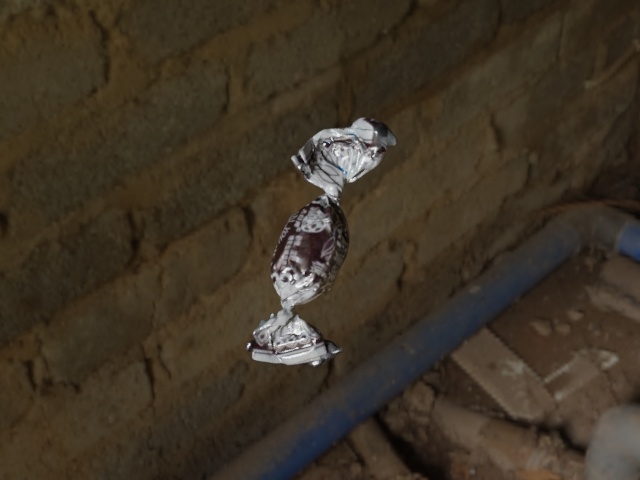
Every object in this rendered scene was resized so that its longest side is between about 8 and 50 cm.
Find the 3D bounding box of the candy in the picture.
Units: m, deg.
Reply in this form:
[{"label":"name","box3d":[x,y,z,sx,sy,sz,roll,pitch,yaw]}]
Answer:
[{"label":"candy","box3d":[0.000,0.000,0.949,0.094,0.051,0.226,15,80,22]}]
